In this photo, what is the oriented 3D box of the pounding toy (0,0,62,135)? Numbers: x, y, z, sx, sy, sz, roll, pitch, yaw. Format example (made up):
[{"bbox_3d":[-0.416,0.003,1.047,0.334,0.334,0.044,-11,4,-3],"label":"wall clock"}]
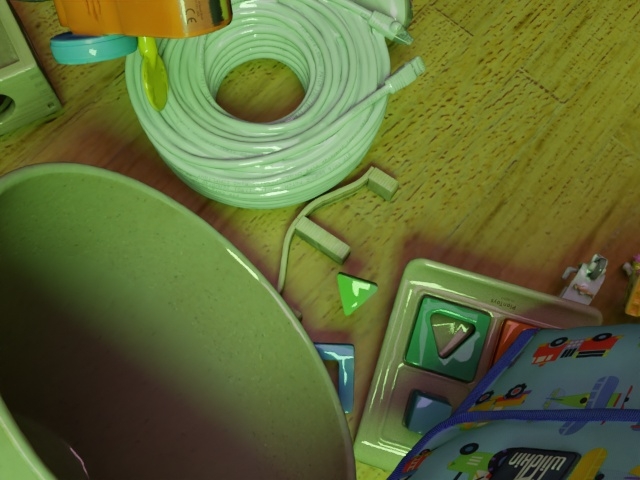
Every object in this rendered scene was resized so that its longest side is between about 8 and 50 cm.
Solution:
[{"bbox_3d":[-0.370,-0.132,0.684,0.206,0.094,0.181,-27,75,-10],"label":"pounding toy"}]

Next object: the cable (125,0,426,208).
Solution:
[{"bbox_3d":[-0.060,-0.159,0.712,0.257,0.089,0.257,39,75,10],"label":"cable"}]

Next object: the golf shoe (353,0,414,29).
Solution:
[{"bbox_3d":[0.027,-0.286,0.758,0.086,0.067,0.186,-19,66,-34],"label":"golf shoe"}]

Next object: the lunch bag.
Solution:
[{"bbox_3d":[0.156,0.158,0.416,0.293,0.221,0.138,-21,95,-40],"label":"lunch bag"}]

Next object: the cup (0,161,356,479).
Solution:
[{"bbox_3d":[-0.168,0.144,0.515,0.237,0.331,0.331,-40,76,20],"label":"cup"}]

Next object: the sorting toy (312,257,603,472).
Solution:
[{"bbox_3d":[0.139,0.131,0.614,0.348,0.047,0.195,16,92,3],"label":"sorting toy"}]

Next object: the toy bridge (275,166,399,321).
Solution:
[{"bbox_3d":[0.000,0.000,0.694,0.063,0.026,0.188,34,74,11],"label":"toy bridge"}]

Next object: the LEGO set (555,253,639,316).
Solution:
[{"bbox_3d":[0.360,0.101,0.660,0.287,0.107,0.132,38,109,5],"label":"LEGO set"}]

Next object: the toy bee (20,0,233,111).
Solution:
[{"bbox_3d":[-0.181,-0.228,0.604,0.298,0.195,0.162,28,39,17],"label":"toy bee"}]
